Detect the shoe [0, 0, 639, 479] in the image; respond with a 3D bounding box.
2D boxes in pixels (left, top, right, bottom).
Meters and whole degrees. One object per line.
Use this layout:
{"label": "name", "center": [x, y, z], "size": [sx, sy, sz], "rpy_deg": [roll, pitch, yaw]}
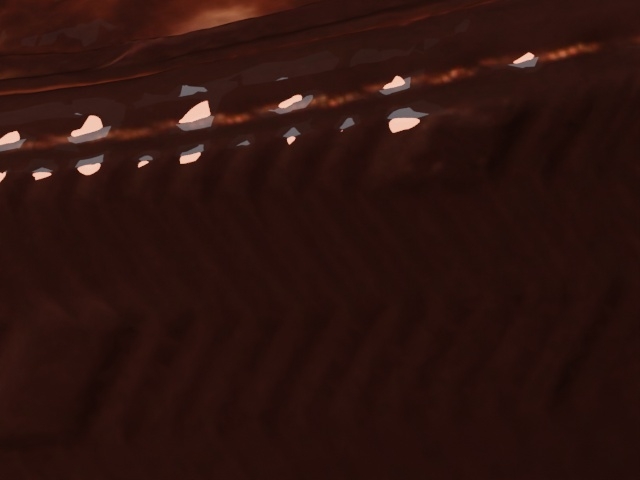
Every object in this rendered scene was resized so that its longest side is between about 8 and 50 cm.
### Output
{"label": "shoe", "center": [0.000, 0.000, 0.503], "size": [0.384, 0.171, 0.237], "rpy_deg": [-6, 17, 6]}
